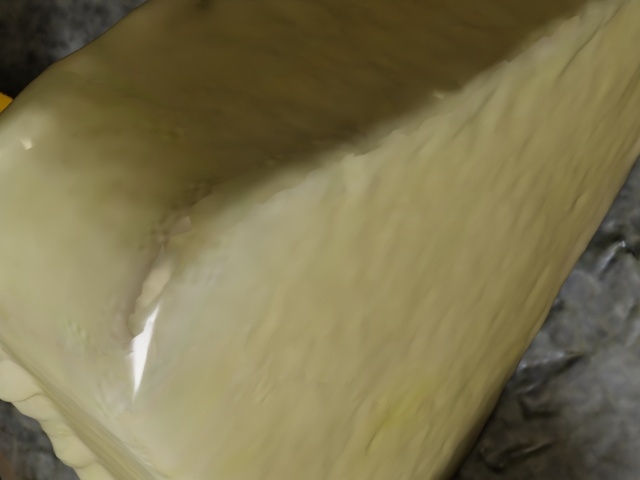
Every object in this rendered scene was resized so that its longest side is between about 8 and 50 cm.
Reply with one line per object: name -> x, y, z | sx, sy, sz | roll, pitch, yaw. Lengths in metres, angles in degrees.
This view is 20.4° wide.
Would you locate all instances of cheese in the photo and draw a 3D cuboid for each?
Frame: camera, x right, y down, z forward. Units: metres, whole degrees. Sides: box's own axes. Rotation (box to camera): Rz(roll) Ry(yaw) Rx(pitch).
cheese -> 0.001, -0.001, 0.678 | 0.104, 0.384, 0.384 | 34, 106, 23

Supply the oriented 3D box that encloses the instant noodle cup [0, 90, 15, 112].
instant noodle cup -> -0.268, -0.031, 0.881 | 0.172, 0.216, 0.215 | 40, 108, 26
